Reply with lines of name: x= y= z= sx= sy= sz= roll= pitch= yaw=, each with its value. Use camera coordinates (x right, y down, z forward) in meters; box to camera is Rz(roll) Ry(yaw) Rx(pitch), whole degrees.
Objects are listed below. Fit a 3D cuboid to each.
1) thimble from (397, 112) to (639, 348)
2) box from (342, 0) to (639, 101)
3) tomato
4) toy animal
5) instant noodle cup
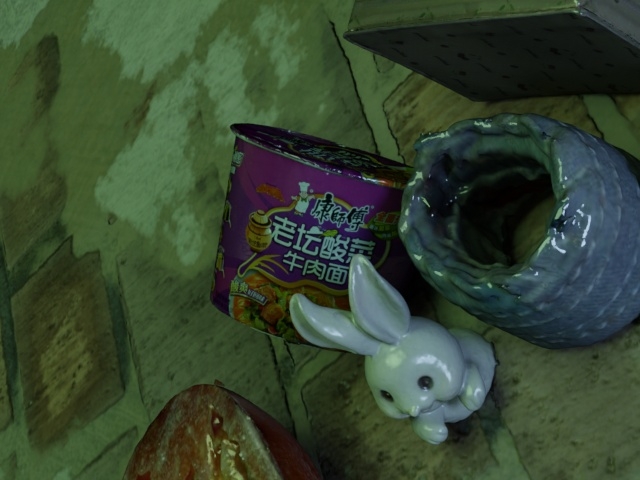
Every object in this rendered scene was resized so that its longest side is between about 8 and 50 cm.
thimble: x=0.194 y=-0.017 z=1.324 sx=0.236 sy=0.172 sz=0.205 roll=38 pitch=101 yaw=49
box: x=0.214 y=-0.253 z=1.362 sx=0.297 sy=0.225 sz=0.190 roll=4 pitch=78 yaw=48
tomato: x=-0.087 y=0.327 z=1.515 sx=0.338 sy=0.143 sz=0.338 roll=-20 pitch=63 yaw=46
toy animal: x=0.074 y=0.114 z=1.368 sx=0.103 sy=0.220 sz=0.131 roll=-29 pitch=52 yaw=32
instant noodle cup: x=0.000 y=0.000 z=1.498 sx=0.251 sy=0.251 sz=0.190 roll=27 pitch=104 yaw=50
